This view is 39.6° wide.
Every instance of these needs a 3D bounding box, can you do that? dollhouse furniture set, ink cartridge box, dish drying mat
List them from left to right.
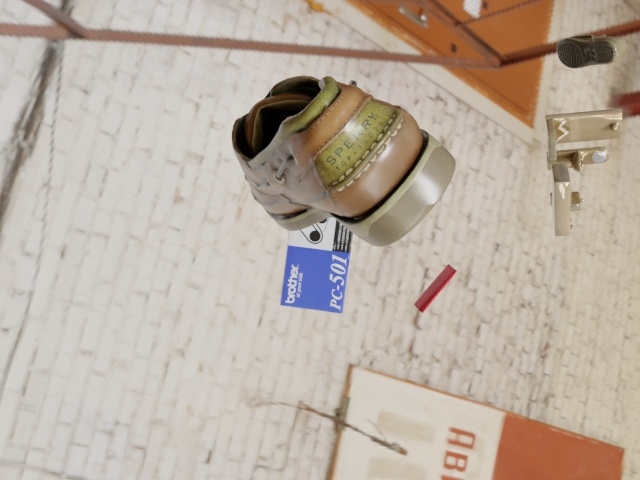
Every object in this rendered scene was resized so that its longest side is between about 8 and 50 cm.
[{"bbox_3d":[0.000,0.000,1.339,0.046,0.097,0.207,-74,171,-84],"label":"ink cartridge box"},{"bbox_3d":[0.177,0.074,1.364,0.083,0.008,0.032,-50,-157,5],"label":"dish drying mat"},{"bbox_3d":[0.444,-0.112,1.474,0.123,0.144,0.151,-4,-140,11],"label":"dollhouse furniture set"}]

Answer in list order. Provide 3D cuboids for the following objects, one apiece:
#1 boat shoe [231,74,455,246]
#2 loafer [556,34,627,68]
[{"bbox_3d":[-0.007,-0.075,0.662,0.110,0.104,0.307,-53,-163,-10],"label":"boat shoe"},{"bbox_3d":[0.476,-0.333,1.564,0.148,0.050,0.056,27,-49,58],"label":"loafer"}]
